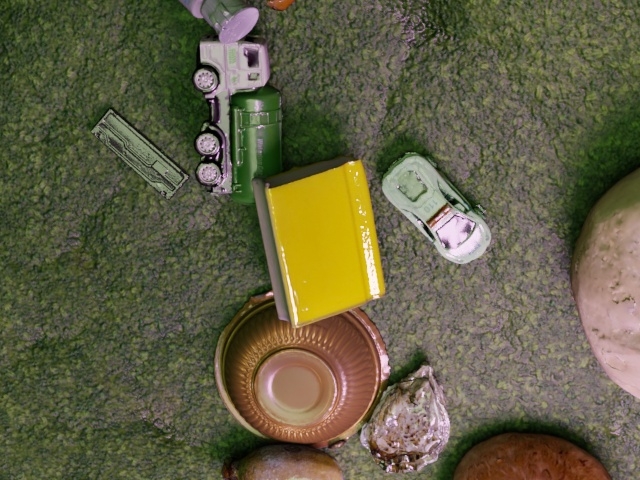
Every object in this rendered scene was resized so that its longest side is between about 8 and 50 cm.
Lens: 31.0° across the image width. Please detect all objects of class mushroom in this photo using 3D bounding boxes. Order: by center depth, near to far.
[{"bbox_3d":[0.311,0.415,1.695,0.278,0.146,0.278,-3,72,9],"label":"mushroom"}]

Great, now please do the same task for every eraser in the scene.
[{"bbox_3d":[0.000,0.000,1.636,0.158,0.069,0.226,-19,111,-24],"label":"eraser"}]

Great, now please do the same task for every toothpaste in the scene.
[{"bbox_3d":[-0.197,-0.392,1.559,0.114,0.073,0.299,-43,73,15],"label":"toothpaste"}]

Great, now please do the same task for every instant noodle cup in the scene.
[{"bbox_3d":[-0.032,0.207,1.720,0.274,0.091,0.274,1,105,4],"label":"instant noodle cup"}]

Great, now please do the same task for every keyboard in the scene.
[{"bbox_3d":[-0.265,-0.127,1.692,0.155,0.010,0.053,42,104,-6],"label":"keyboard"}]

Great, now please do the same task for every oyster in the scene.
[{"bbox_3d":[0.136,0.275,1.736,0.125,0.064,0.177,43,110,-5],"label":"oyster"}]

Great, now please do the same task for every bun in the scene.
[{"bbox_3d":[0.505,0.050,1.558,0.326,0.234,0.362,33,99,2],"label":"bun"}]

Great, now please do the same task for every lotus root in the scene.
[{"bbox_3d":[-0.057,0.358,1.753,0.192,0.113,0.088,3,68,9],"label":"lotus root"}]

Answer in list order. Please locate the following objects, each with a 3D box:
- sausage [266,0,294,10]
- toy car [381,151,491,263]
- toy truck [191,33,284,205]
[{"bbox_3d":[0.001,-0.430,1.539,0.109,0.109,0.270,43,102,-7],"label":"sausage"},{"bbox_3d":[0.169,-0.045,1.649,0.093,0.058,0.186,-42,97,12],"label":"toy car"},{"bbox_3d":[-0.115,-0.168,1.623,0.125,0.101,0.242,-1,108,1],"label":"toy truck"}]
